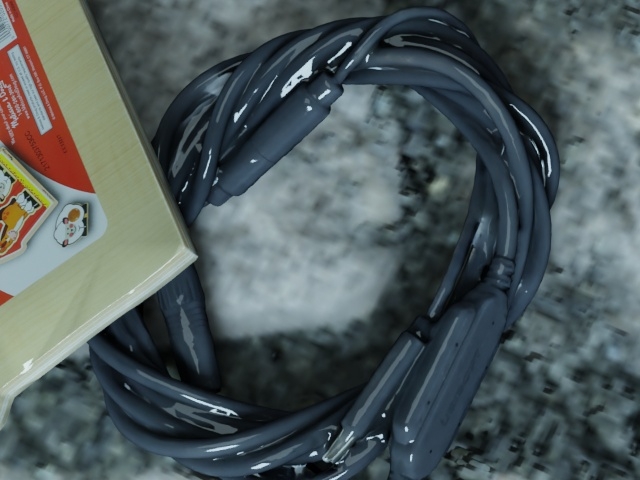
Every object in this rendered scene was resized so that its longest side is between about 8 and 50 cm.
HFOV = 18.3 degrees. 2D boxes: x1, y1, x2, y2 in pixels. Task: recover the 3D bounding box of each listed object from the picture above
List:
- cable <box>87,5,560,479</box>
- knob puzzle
[{"bbox_3d":[0.000,0.000,0.698,0.151,0.047,0.184,22,82,21],"label":"cable"},{"bbox_3d":[-0.147,-0.004,0.722,0.213,0.030,0.213,-11,66,24],"label":"knob puzzle"}]
